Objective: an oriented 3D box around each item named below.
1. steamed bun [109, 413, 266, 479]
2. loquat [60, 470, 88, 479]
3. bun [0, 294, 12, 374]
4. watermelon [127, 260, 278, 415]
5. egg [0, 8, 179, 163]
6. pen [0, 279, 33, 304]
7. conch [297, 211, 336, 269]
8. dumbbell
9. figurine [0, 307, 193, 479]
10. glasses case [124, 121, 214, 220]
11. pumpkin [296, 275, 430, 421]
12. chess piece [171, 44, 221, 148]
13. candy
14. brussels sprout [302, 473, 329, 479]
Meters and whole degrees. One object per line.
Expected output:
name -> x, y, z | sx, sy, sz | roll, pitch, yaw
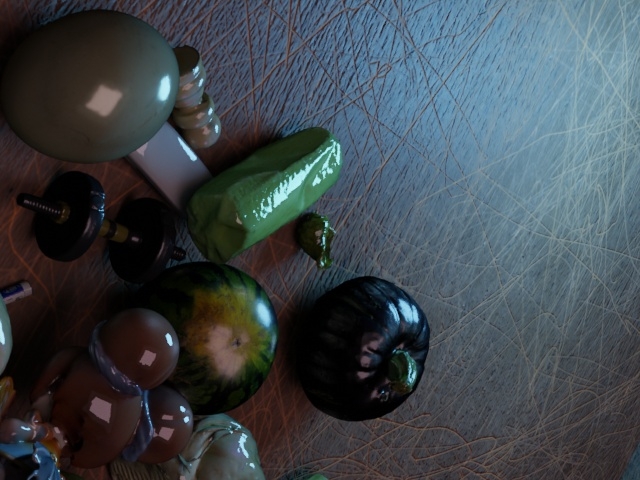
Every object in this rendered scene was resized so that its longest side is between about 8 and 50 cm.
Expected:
steamed bun -> -0.217, 0.409, 1.902 | 0.268, 0.280, 0.207 | 52, 53, -8
loquat -> -0.445, 0.526, 1.693 | 0.328, 0.328, 0.328 | -19, 120, -37
bun -> -0.605, 0.152, 1.443 | 0.361, 0.213, 0.361 | 3, 85, -36
watermelon -> -0.202, 0.160, 1.803 | 0.269, 0.269, 0.269 | -19, 120, -37
egg -> -0.330, -0.222, 1.538 | 0.269, 0.219, 0.219 | -29, 126, -25
pen -> -0.538, 0.107, 1.626 | 0.204, 0.025, 0.025 | -24, 123, -34
conch -> 0.000, 0.000, 2.045 | 0.089, 0.074, 0.121 | 3, 67, -44
dumbbell -> -0.337, -0.018, 1.673 | 0.325, 0.143, 0.143 | 22, 92, -46
figurine -> -0.368, 0.288, 1.557 | 0.388, 0.248, 0.276 | -58, 152, -52
glasses case -> -0.250, -0.121, 1.769 | 0.092, 0.059, 0.233 | -56, 137, -15
pumpkin -> 0.109, 0.222, 2.106 | 0.296, 0.296, 0.295 | -19, 120, -37
chess piece -> -0.211, -0.226, 1.744 | 0.094, 0.094, 0.170 | -44, 136, -20
candy -> -0.090, -0.082, 1.845 | 0.343, 0.132, 0.142 | -39, 112, -45
brussels sprout -> -0.023, 0.607, 2.229 | 0.223, 0.161, 0.223 | -16, 119, -30
